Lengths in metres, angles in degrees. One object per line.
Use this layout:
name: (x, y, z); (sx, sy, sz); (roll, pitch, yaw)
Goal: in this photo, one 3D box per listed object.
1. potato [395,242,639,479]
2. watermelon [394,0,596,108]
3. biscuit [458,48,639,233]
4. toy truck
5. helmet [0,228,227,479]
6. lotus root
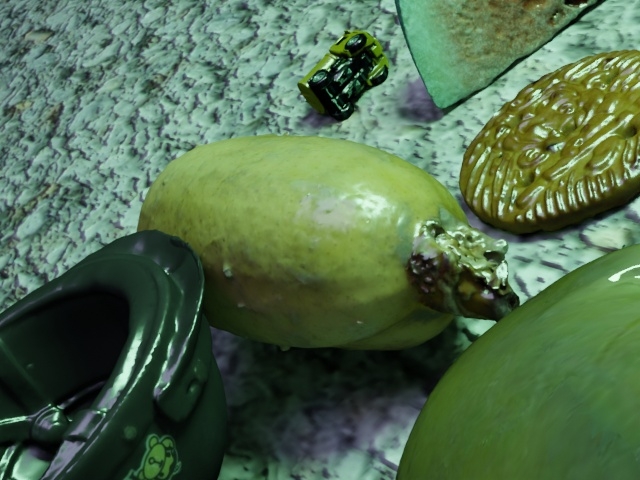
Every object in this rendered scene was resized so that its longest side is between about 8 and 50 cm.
potato: (0.143, 0.135, 0.476); (0.220, 0.243, 0.326); (4, 30, -12)
watermelon: (0.174, -0.234, 1.081); (0.241, 0.154, 0.094); (-22, 31, -1)
biscuit: (0.186, -0.078, 0.934); (0.187, 0.027, 0.188); (-27, 31, 17)
toy truck: (0.023, -0.159, 1.196); (0.083, 0.049, 0.054); (-47, 30, -15)
helmet: (-0.155, 0.141, 0.848); (0.279, 0.160, 0.230); (-44, 30, -13)
lotus root: (0.000, 0.000, 0.879); (0.342, 0.169, 0.152); (6, 91, 51)
